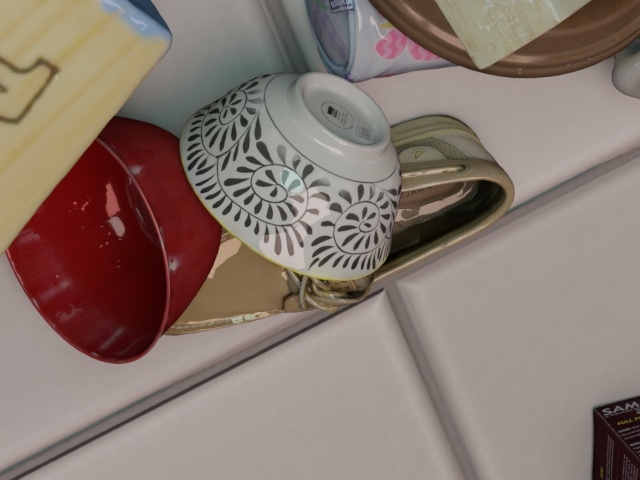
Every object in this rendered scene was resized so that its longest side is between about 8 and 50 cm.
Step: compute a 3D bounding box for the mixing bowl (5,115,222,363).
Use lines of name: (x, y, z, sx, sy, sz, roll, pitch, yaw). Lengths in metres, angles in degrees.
mixing bowl: (-0.136, -0.016, 1.038, 0.098, 0.181, 0.181, -30, 131, -42)

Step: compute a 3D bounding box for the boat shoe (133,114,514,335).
boat shoe: (0.000, 0.000, 1.120, 0.302, 0.098, 0.109, -22, 123, -8)

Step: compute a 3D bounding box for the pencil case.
pencil case: (0.122, -0.189, 1.054, 0.273, 0.113, 0.124, -10, 88, -15)

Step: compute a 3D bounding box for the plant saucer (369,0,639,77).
plant saucer: (0.135, -0.247, 0.983, 0.277, 0.041, 0.278, 1, 85, -15)

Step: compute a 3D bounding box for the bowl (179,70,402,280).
bowl: (-0.004, -0.062, 1.008, 0.170, 0.170, 0.080, 15, 130, -27)

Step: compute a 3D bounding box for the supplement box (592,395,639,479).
supplement box: (0.323, 0.255, 1.300, 0.073, 0.239, 0.130, -13, 122, -15)

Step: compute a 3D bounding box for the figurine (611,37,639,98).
figurine: (0.347, -0.165, 1.172, 0.209, 0.092, 0.215, 34, 103, -36)

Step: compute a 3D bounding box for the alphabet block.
alphabet block: (-0.237, -0.129, 0.906, 0.193, 0.192, 0.197, 35, 101, -30)

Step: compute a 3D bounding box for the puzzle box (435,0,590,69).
puzzle box: (0.109, -0.271, 0.807, 0.052, 0.409, 0.272, -29, 95, 36)
